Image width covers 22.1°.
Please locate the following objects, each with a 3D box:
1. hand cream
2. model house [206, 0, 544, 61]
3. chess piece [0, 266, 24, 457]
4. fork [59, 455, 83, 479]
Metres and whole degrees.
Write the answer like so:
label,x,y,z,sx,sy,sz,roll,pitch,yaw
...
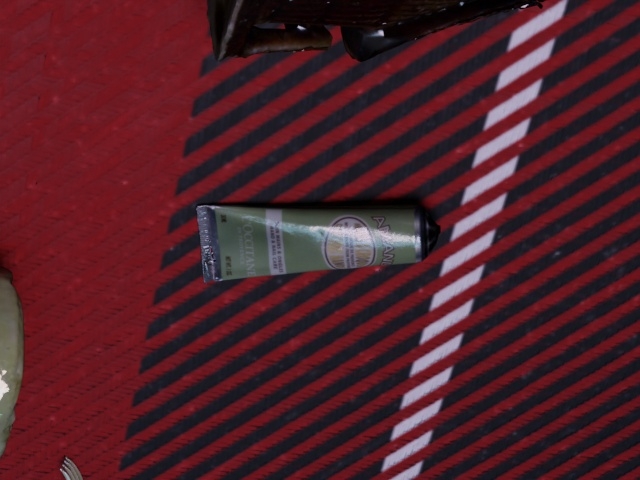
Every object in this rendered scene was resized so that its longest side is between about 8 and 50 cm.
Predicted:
label,x,y,z,sx,sy,sz,roll,pitch,yaw
hand cream,0.000,0.000,1.586,0.235,0.055,0.086,-3,118,0
model house,0.056,-0.324,1.336,0.282,0.297,0.317,-5,84,-17
chess piece,-0.497,0.106,1.463,0.442,0.234,0.234,5,120,-20
fork,-0.277,0.325,1.739,0.028,0.034,0.219,11,118,-6
